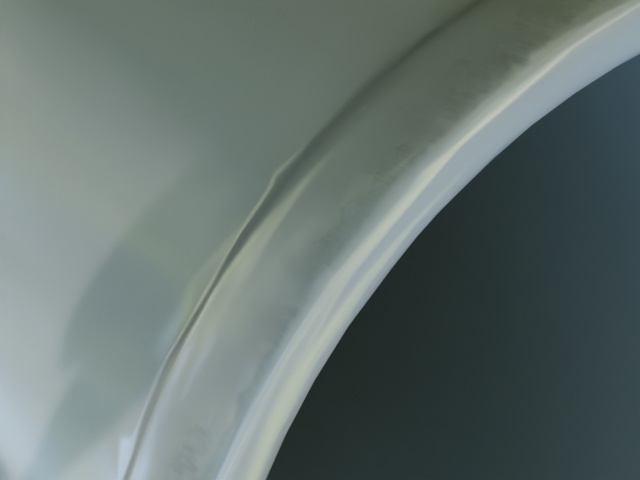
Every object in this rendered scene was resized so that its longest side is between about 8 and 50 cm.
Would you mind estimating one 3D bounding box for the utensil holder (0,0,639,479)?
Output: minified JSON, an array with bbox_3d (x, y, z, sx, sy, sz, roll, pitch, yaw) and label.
[{"bbox_3d":[0.000,0.000,0.600,0.327,0.327,0.385,36,-179,-42],"label":"utensil holder"}]
